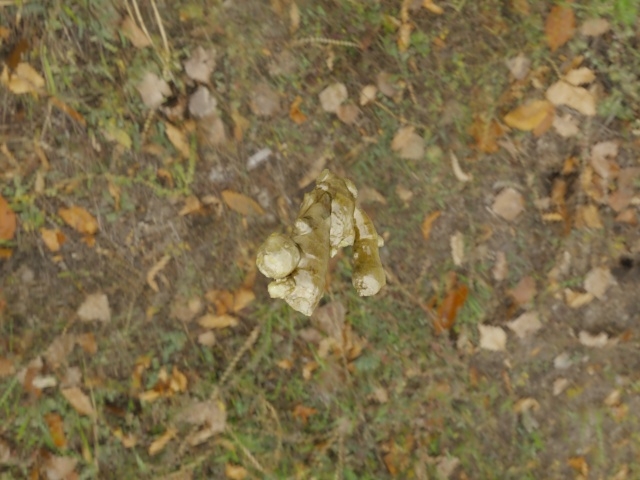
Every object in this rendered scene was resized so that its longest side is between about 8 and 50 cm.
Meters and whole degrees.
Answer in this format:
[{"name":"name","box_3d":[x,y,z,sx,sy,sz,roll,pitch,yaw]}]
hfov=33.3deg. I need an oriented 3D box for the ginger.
[{"name":"ginger","box_3d":[0.000,0.000,1.049,0.052,0.176,0.193,-20,143,26]}]
